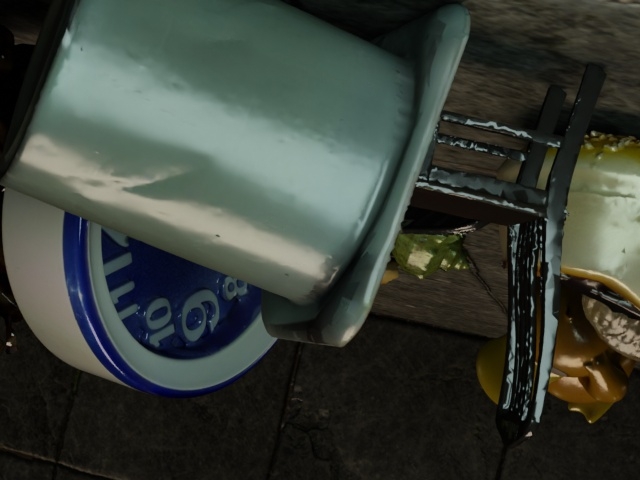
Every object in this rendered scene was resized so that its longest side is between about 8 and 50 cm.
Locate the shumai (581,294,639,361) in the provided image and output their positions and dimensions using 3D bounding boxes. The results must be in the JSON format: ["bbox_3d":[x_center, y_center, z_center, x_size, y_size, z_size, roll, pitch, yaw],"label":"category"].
[{"bbox_3d":[0.282,0.030,1.222,0.146,0.145,0.116,14,-164,-8],"label":"shumai"}]

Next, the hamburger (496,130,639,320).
[{"bbox_3d":[0.201,-0.011,0.955,0.173,0.116,0.210,20,179,10],"label":"hamburger"}]

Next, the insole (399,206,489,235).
[{"bbox_3d":[0.046,-0.027,1.292,0.110,0.012,0.309,-33,-157,-35],"label":"insole"}]

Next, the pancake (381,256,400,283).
[{"bbox_3d":[-0.038,0.023,1.980,0.266,0.057,0.244,11,178,-13],"label":"pancake"}]

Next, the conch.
[{"bbox_3d":[0.109,-0.003,1.489,0.121,0.074,0.089,31,139,-7],"label":"conch"}]

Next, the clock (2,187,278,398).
[{"bbox_3d":[-0.094,-0.019,0.908,0.083,0.230,0.230,14,176,37],"label":"clock"}]

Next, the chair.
[{"bbox_3d":[0.082,0.001,0.789,0.102,0.212,0.084,13,174,-7],"label":"chair"}]

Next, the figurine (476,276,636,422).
[{"bbox_3d":[0.308,0.122,1.743,0.215,0.215,0.228,8,-173,38],"label":"figurine"}]

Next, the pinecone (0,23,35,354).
[{"bbox_3d":[-0.290,-0.048,0.917,0.296,0.298,0.242,7,143,-37],"label":"pinecone"}]

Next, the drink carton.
[{"bbox_3d":[-0.060,-0.057,0.742,0.190,0.185,0.191,18,175,-17],"label":"drink carton"}]
